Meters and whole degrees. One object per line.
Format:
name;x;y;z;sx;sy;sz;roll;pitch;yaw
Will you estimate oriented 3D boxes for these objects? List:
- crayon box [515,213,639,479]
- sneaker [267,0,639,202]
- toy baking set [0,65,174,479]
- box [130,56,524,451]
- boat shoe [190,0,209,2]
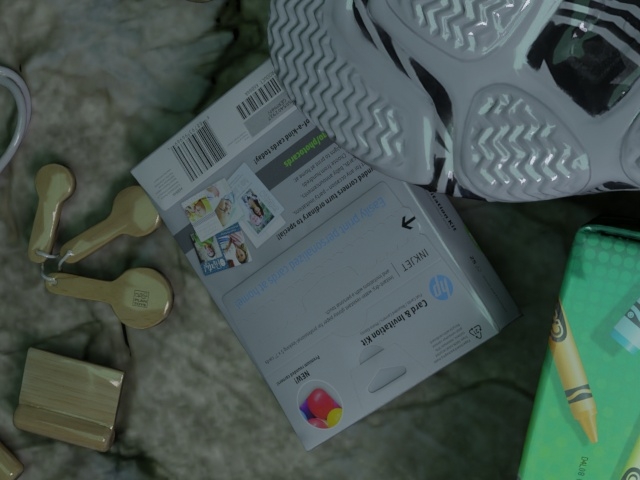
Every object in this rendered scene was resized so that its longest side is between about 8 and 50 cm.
crayon box;0.139;0.130;0.820;0.081;0.165;0.278;14;96;11
sneaker;0.169;-0.081;0.794;0.366;0.210;0.137;7;94;25
toy baking set;-0.197;0.012;0.962;0.256;0.030;0.196;39;97;7
box;0.000;0.000;0.887;0.145;0.038;0.186;-36;83;32
boat shoe;-0.032;-0.191;0.902;0.153;0.048;0.056;-40;84;11
